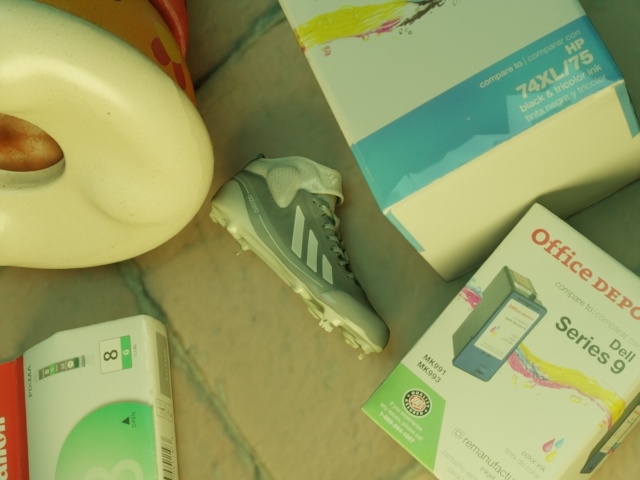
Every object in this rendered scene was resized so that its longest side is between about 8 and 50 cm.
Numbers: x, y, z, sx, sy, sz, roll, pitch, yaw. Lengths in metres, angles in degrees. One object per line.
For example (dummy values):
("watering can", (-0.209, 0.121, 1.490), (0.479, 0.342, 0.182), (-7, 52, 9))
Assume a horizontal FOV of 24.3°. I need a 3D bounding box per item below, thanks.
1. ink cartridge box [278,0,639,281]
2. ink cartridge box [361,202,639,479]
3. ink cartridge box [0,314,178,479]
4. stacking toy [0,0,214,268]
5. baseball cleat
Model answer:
("ink cartridge box", (0.103, -0.148, 1.169), (0.197, 0.198, 0.270), (-29, 67, 9))
("ink cartridge box", (0.161, 0.103, 1.127), (0.154, 0.093, 0.212), (40, 86, 25))
("ink cartridge box", (-0.233, 0.173, 1.260), (0.225, 0.056, 0.181), (-12, 69, 13))
("stacking toy", (-0.237, -0.247, 1.292), (0.351, 0.350, 0.479), (-3, 57, 18))
("baseball cleat", (0.000, 0.000, 1.227), (0.206, 0.072, 0.109), (41, 82, 21))
